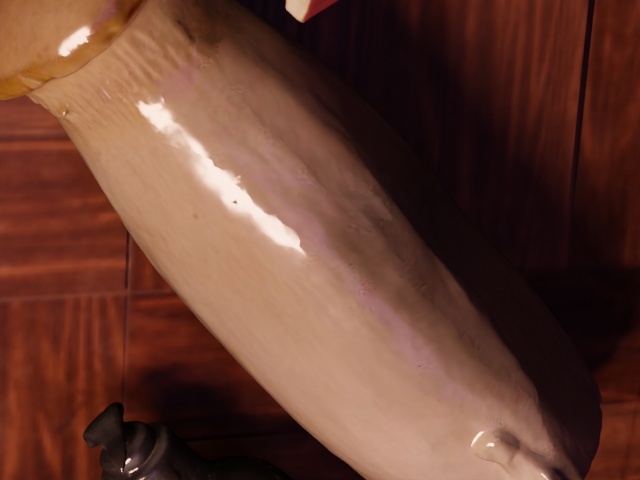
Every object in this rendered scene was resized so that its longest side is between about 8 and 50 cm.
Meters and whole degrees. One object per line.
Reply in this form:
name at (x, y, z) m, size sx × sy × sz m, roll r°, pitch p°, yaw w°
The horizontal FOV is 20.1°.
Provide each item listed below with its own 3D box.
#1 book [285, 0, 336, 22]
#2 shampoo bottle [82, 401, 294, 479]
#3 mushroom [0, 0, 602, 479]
book at (0.077, -0.207, 0.811) m, size 0.232 × 0.022 × 0.162 m, roll -37°, pitch 156°, yaw -33°
shampoo bottle at (-0.025, 0.185, 0.933) m, size 0.101 × 0.101 × 0.284 m, roll -42°, pitch 116°, yaw -5°
mushroom at (0.000, 0.008, 0.866) m, size 0.137 × 0.154 × 0.407 m, roll -29°, pitch 120°, yaw 34°
